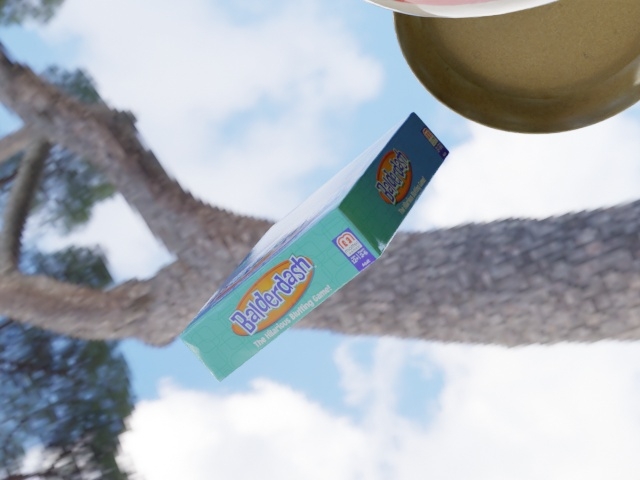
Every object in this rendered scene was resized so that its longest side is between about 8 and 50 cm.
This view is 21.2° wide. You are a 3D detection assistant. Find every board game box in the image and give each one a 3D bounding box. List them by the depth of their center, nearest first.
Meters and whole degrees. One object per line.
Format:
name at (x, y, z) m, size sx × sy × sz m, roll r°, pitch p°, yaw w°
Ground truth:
board game box at (0.000, 0.000, 1.228) m, size 0.047 × 0.160 × 0.210 m, roll 48°, pitch -154°, yaw -6°

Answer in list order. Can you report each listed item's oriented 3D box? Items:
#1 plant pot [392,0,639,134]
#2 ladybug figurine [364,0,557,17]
plant pot at (0.174, -0.189, 1.338) m, size 0.236 × 0.236 × 0.032 m, roll 36°, pitch -150°, yaw -21°
ladybug figurine at (0.131, -0.299, 0.838) m, size 0.305 × 0.162 × 0.449 m, roll 39°, pitch -85°, yaw -4°
